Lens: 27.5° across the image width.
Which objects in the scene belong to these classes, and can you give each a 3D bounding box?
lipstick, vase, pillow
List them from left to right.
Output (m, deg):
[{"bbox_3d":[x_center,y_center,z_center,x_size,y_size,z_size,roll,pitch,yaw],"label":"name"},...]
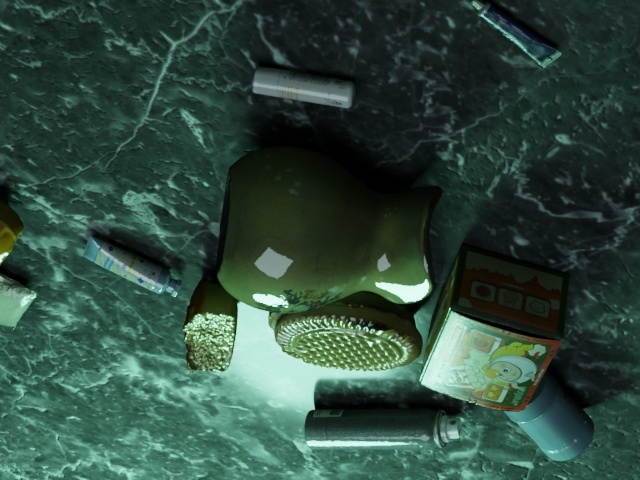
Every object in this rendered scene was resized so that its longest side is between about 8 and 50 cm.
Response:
[{"bbox_3d":[-0.620,0.076,2.305,0.229,0.050,0.148,31,143,-15],"label":"pillow"},{"bbox_3d":[-0.022,-0.212,1.813,0.141,0.040,0.040,9,138,7],"label":"lipstick"},{"bbox_3d":[0.000,0.000,1.931,0.302,0.241,0.329,6,167,-8],"label":"vase"}]

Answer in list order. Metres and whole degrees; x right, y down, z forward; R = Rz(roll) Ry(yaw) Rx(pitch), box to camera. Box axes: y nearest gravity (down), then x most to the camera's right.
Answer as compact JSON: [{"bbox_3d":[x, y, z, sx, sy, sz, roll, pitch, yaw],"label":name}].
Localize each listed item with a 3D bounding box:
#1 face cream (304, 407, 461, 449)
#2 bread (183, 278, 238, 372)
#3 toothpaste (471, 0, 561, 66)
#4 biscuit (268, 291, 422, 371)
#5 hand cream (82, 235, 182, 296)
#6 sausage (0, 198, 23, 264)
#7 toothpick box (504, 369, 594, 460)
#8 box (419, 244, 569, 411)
[{"bbox_3d":[0.112,0.336,2.330,0.283,0.073,0.073,-4,134,21],"label":"face cream"},{"bbox_3d":[-0.181,0.135,2.174,0.086,0.125,0.156,7,123,-1],"label":"bread"},{"bbox_3d":[0.248,-0.270,1.682,0.140,0.021,0.037,32,143,-19],"label":"toothpaste"},{"bbox_3d":[0.039,0.145,2.103,0.259,0.079,0.259,6,154,3],"label":"biscuit"},{"bbox_3d":[-0.312,0.044,2.178,0.170,0.043,0.065,26,141,-4],"label":"hand cream"},{"bbox_3d":[-0.644,-0.087,2.090,0.354,0.116,0.134,38,148,-18],"label":"sausage"},{"bbox_3d":[0.372,0.284,2.172,0.101,0.101,0.153,-21,127,34],"label":"toothpick box"},{"bbox_3d":[0.266,0.140,2.018,0.177,0.148,0.195,16,138,-1],"label":"box"}]
